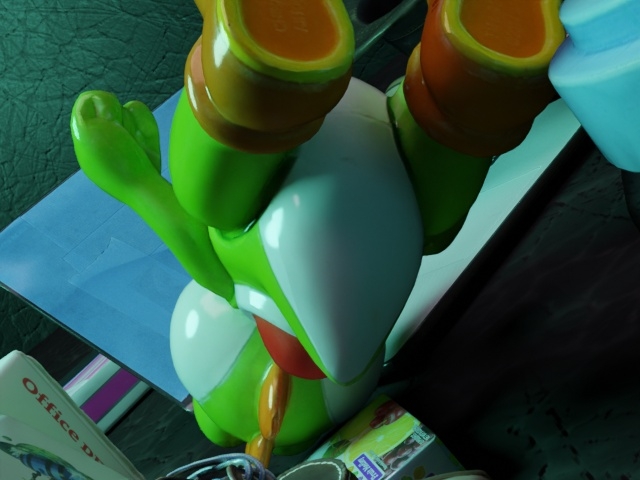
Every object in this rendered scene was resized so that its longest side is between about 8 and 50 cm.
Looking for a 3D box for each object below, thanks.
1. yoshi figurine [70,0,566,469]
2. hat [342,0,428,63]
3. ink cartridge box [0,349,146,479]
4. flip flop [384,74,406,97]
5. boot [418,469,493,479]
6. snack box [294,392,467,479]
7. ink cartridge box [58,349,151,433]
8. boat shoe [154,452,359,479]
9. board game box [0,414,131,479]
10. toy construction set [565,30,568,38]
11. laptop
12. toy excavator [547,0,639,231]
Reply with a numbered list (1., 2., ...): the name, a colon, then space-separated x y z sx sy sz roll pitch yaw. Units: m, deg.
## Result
1. yoshi figurine: -0.010 -0.022 0.569 0.203 0.203 0.362 -39 -19 -34
2. hat: 0.125 -0.228 0.920 0.331 0.134 0.331 -38 26 23
3. ink cartridge box: -0.211 0.188 0.707 0.092 0.158 0.218 -37 10 16
4. flip flop: 0.139 -0.136 1.101 0.277 0.112 0.080 -10 56 65
5. boot: 0.024 0.146 0.417 0.118 0.042 0.087 -38 16 12
6. snack box: -0.001 0.139 0.520 0.141 0.037 0.100 -39 9 -6
7. ink cartridge box: -0.306 0.224 1.192 0.371 0.069 0.176 -48 13 -30
8. boat shoe: -0.030 0.109 0.368 0.066 0.066 0.183 -17 7 23
9. board game box: -0.191 0.234 0.439 0.224 0.098 0.303 -58 5 14
10. toy construction set: 0.227 -0.153 0.642 0.309 0.257 0.237 3 58 51
11. laptop: -0.024 -0.059 0.915 0.382 0.236 0.408 -47 13 -36
12. toy excavator: 0.197 -0.240 0.315 0.433 0.445 0.222 -39 10 0
